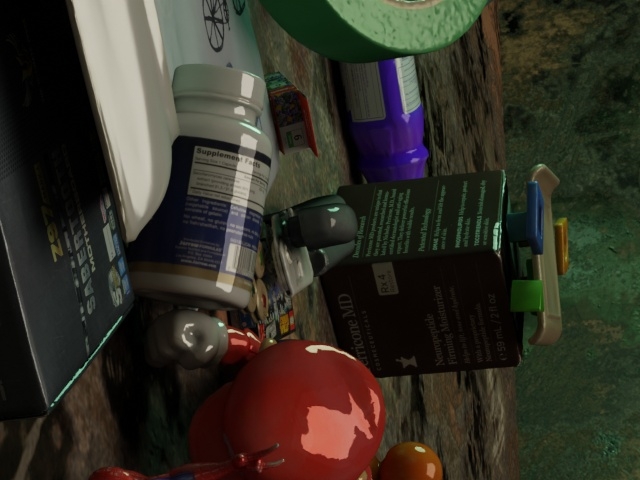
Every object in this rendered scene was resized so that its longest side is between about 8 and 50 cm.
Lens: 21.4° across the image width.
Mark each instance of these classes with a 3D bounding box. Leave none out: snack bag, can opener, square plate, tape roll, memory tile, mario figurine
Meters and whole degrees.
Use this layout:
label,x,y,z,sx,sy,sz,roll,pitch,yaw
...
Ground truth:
label,x,y,z,sx,sy,sz,roll,pitch,yaw
snack bag,-0.103,-0.155,1.426,0.323,0.037,0.342,-69,151,-65
can opener,0.000,0.000,1.576,0.280,0.093,0.074,-34,113,-81
square plate,-0.137,-0.199,1.046,0.347,0.049,0.344,-119,-161,-76
tape roll,0.045,-0.327,1.569,0.321,0.077,0.321,4,84,-45
memory tile,-0.067,0.003,1.391,0.148,0.012,0.113,43,42,-72
mario figurine,-0.049,0.151,1.307,0.320,0.198,0.170,57,49,-86

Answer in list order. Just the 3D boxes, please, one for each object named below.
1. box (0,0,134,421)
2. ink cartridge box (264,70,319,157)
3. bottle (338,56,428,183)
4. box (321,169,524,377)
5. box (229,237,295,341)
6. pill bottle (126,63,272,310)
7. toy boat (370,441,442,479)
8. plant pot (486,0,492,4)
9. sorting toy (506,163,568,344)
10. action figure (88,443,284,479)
label,x,y,z,sx,sy,sz,roll,pitch,yaw
box,-0.178,-0.035,0.981,0.183,0.059,0.233,-58,140,-70
ink cartridge box,-0.033,-0.118,1.627,0.115,0.029,0.063,-129,-154,-67
bottle,0.077,-0.169,2.090,0.118,0.092,0.283,-56,139,-70
box,0.122,0.040,1.936,0.167,0.203,0.168,-78,158,-53
box,-0.055,0.047,1.550,0.137,0.027,0.094,-19,102,-77
pill bottle,-0.086,-0.039,1.241,0.094,0.094,0.169,39,58,-72
toy boat,0.041,0.227,1.608,0.151,0.151,0.231,-35,118,-75
plant pot,0.152,-0.427,2.161,0.293,0.293,0.235,62,40,-58
sorting toy,0.239,0.020,1.905,0.347,0.047,0.196,17,73,-75
action figure,-0.071,0.232,1.167,0.280,0.139,0.091,66,22,-47
